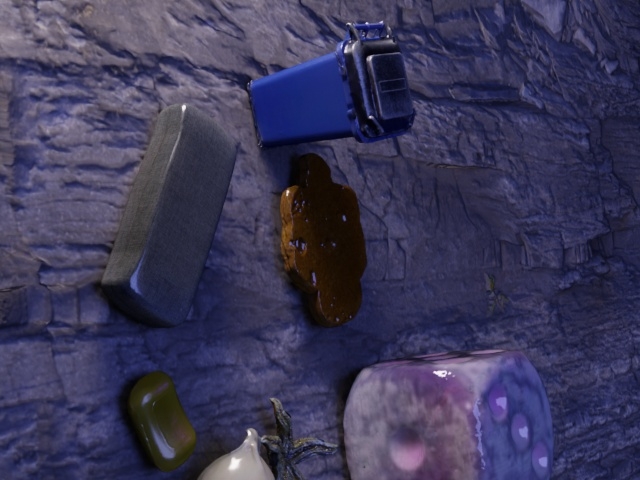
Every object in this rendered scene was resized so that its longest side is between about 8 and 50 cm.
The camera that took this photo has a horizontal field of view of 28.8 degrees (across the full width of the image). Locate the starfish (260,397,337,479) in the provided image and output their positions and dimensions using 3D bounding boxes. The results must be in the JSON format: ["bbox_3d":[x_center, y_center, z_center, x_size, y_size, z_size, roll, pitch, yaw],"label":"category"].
[{"bbox_3d":[-0.050,0.353,1.913,0.208,0.053,0.176,51,45,-36],"label":"starfish"}]

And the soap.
[{"bbox_3d":[-0.220,0.249,1.718,0.089,0.045,0.140,-40,113,-52],"label":"soap"}]

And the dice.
[{"bbox_3d":[0.218,0.328,2.092,0.271,0.270,0.270,-5,88,-53],"label":"dice"}]

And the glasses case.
[{"bbox_3d":[-0.210,-0.037,1.766,0.131,0.074,0.323,42,52,-41],"label":"glasses case"}]

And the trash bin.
[{"bbox_3d":[0.014,-0.234,1.969,0.162,0.234,0.184,-16,96,-54],"label":"trash bin"}]

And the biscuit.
[{"bbox_3d":[0.000,0.000,2.062,0.208,0.041,0.290,-8,88,-54],"label":"biscuit"}]

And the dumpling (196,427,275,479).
[{"bbox_3d":[-0.126,0.371,1.781,0.181,0.111,0.155,-42,163,-8],"label":"dumpling"}]
